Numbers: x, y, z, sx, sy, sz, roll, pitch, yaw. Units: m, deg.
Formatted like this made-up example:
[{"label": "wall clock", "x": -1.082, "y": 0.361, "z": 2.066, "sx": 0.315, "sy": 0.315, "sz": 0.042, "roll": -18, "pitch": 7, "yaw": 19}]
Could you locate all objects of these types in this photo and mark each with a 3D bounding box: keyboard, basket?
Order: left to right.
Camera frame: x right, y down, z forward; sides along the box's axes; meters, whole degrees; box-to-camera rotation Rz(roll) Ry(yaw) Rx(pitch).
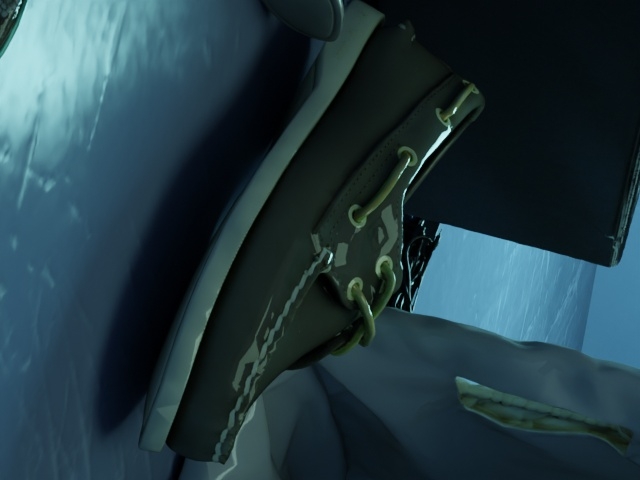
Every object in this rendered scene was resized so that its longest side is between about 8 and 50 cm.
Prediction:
[{"label": "keyboard", "x": 0.047, "y": 0.027, "z": 1.363, "sx": 0.100, "sy": 0.038, "sz": 0.192, "roll": -56, "pitch": -169, "yaw": 54}, {"label": "basket", "x": 0.083, "y": 0.242, "z": 1.048, "sx": 0.266, "sy": 0.328, "sz": 0.331, "roll": 71, "pitch": 34, "yaw": -69}]

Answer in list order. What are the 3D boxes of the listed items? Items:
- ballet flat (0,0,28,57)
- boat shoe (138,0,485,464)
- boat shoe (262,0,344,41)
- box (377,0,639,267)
[{"label": "ballet flat", "x": -0.103, "y": -0.102, "z": 0.602, "sx": 0.041, "sy": 0.041, "sz": 0.114, "roll": 77, "pitch": 28, "yaw": -61}, {"label": "boat shoe", "x": 0.002, "y": -0.003, "z": 0.948, "sx": 0.109, "sy": 0.091, "sz": 0.305, "roll": -60, "pitch": -178, "yaw": 45}, {"label": "boat shoe", "x": -0.010, "y": -0.139, "z": 0.924, "sx": 0.038, "sy": 0.046, "sz": 0.125, "roll": -67, "pitch": 155, "yaw": -21}, {"label": "box", "x": 0.150, "y": -0.198, "z": 1.205, "sx": 0.294, "sy": 0.182, "sz": 0.296, "roll": 92, "pitch": 15, "yaw": -49}]
